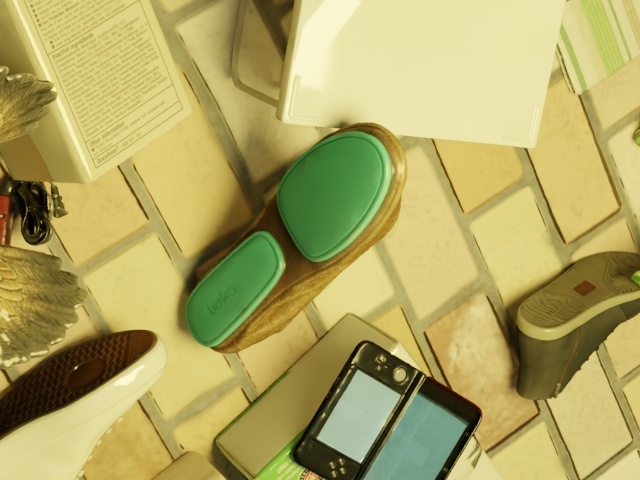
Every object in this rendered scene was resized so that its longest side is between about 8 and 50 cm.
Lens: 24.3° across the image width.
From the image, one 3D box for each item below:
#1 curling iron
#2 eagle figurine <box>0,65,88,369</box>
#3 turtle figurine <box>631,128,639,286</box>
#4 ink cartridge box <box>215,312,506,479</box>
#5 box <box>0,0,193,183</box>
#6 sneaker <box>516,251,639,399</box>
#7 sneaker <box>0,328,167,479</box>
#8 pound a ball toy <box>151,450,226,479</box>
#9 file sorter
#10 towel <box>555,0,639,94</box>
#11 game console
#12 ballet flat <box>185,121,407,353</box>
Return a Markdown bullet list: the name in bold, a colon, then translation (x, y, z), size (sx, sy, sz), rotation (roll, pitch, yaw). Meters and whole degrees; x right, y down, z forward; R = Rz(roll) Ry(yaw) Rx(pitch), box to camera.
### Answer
- **curling iron**: translation (-0.297, 0.066, 1.385), size (0.035, 0.068, 0.274), rotation (26, 76, -63)
- **eagle figurine**: translation (-0.361, -0.019, 1.209), size (0.226, 0.298, 0.225), rotation (71, 21, -60)
- **turtle figurine**: translation (0.439, -0.076, 1.650), size (0.198, 0.274, 0.266), rotation (18, 71, 9)
- **ink cartridge box**: translation (0.060, 0.259, 1.608), size (0.211, 0.121, 0.289), rotation (-42, 118, -11)
- **box**: translation (-0.247, -0.218, 1.298), size (0.148, 0.121, 0.311), rotation (-38, 119, -37)
- **sneaker**: translation (0.307, 0.096, 1.726), size (0.222, 0.083, 0.118), rotation (-22, 134, -29)
- **sneaker**: translation (-0.259, 0.199, 1.450), size (0.290, 0.106, 0.123), rotation (-34, 120, -2)
- **pound a ball toy**: translation (-0.218, 0.345, 1.486), size (0.319, 0.136, 0.208), rotation (-38, 118, -13)
- **file sorter**: translation (0.069, -0.212, 1.451), size (0.278, 0.173, 0.193), rotation (3, 104, -27)
- **towel**: translation (0.321, -0.246, 1.660), size (0.152, 0.023, 0.113), rotation (-35, 119, -17)
- **game console**: translation (0.066, 0.193, 1.475), size (0.124, 0.085, 0.144), rotation (33, 87, -28)
- **ballet flat**: translation (0.000, 0.000, 1.444), size (0.124, 0.116, 0.342), rotation (-4, 147, -44)
